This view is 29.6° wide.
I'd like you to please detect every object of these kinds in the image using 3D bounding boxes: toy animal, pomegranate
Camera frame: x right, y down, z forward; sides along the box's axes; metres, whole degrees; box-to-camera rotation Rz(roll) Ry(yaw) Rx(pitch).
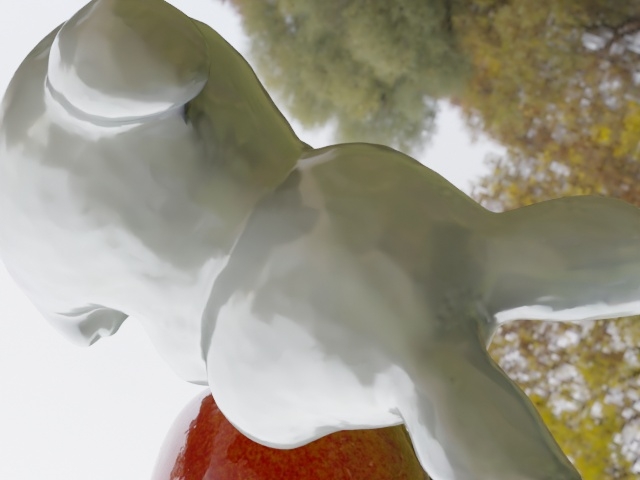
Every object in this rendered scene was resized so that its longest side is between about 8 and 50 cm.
[{"bbox_3d":[-0.003,0.003,0.671,0.367,0.196,0.241,28,157,11],"label":"toy animal"},{"bbox_3d":[-0.005,0.192,0.926,0.257,0.221,0.221,-19,-143,-25],"label":"pomegranate"}]
